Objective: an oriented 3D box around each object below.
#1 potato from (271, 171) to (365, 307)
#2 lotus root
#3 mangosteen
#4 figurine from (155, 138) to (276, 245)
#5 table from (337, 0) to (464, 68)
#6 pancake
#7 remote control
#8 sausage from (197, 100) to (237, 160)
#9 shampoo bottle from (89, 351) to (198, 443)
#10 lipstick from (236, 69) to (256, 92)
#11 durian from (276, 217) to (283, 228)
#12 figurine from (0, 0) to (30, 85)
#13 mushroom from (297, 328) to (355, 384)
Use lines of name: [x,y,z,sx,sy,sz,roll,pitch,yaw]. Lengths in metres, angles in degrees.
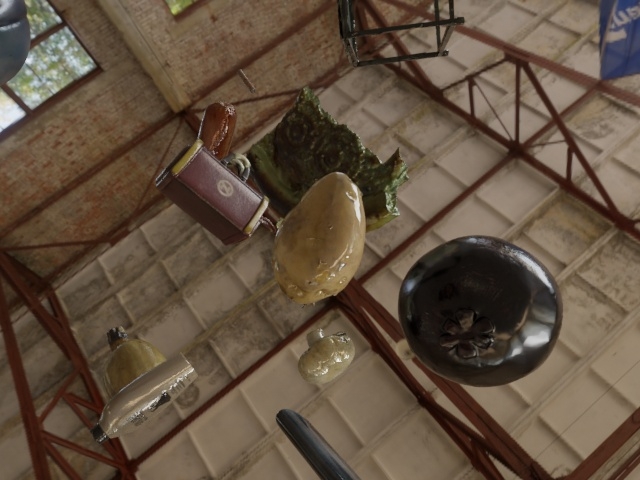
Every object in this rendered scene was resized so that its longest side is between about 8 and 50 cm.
potato: [0.004,0.002,0.882,0.161,0.128,0.234,40,-87,6]
lotus root: [-0.545,0.377,1.465,0.183,0.182,0.310,-41,-123,-10]
mangosteen: [0.399,0.161,1.263,0.383,0.435,0.381,5,-78,25]
figurine: [-0.116,-0.060,0.631,0.082,0.154,0.098,-20,-144,57]
table: [0.189,-0.580,1.230,0.273,0.335,0.222,-4,-82,9]
pancake: [-0.002,-0.157,1.179,0.427,0.067,0.304,40,-65,21]
remote control: [0.052,0.360,0.697,0.044,0.107,0.378,-52,-147,-8]
sausage: [-0.293,-0.237,1.350,0.089,0.300,0.083,41,-142,17]
shampoo bottle: [-0.412,0.370,1.168,0.257,0.127,0.078,-37,-130,-18]
lipstick: [-0.229,-0.491,1.546,0.019,0.019,0.094,-33,-111,-4]
durian: [-0.043,-0.161,1.733,0.172,0.167,0.306,34,-78,39]
figurine: [-0.482,-0.259,0.582,0.175,0.196,0.265,36,-136,26]
mushroom: [0.008,0.279,1.235,0.154,0.154,0.122,-33,-109,-5]
